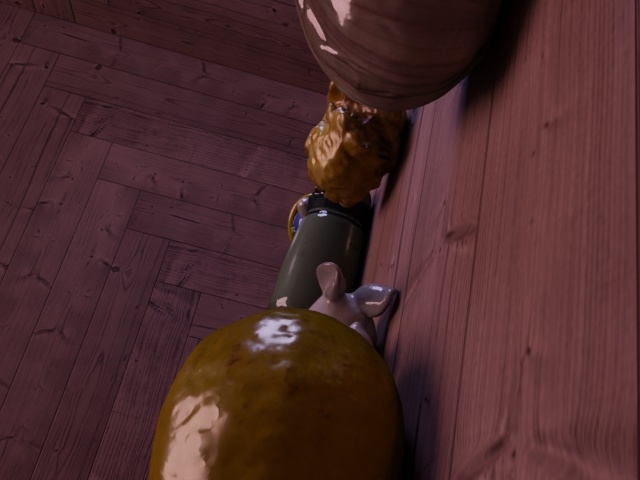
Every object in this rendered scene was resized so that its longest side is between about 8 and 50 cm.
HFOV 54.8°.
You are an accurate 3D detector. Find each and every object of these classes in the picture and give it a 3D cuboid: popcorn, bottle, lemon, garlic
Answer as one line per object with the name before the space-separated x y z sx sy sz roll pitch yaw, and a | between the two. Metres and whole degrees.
popcorn | 0.076 -0.194 1.202 0.253 0.190 0.191 -57 46 42
bottle | 0.013 0.025 1.323 0.168 0.168 0.347 115 173 -68
lemon | -0.042 0.218 0.638 0.316 0.285 0.285 -88 14 -81
garlic | 0.096 -0.320 0.747 0.317 0.259 0.317 -168 90 -82

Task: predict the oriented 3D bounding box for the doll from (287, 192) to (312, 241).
doll | 0.016 0.023 1.582 0.242 0.159 0.311 -147 47 -73

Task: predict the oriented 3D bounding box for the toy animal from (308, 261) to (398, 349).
toy animal | 0.029 0.145 0.879 0.178 0.127 0.193 112 173 -46
